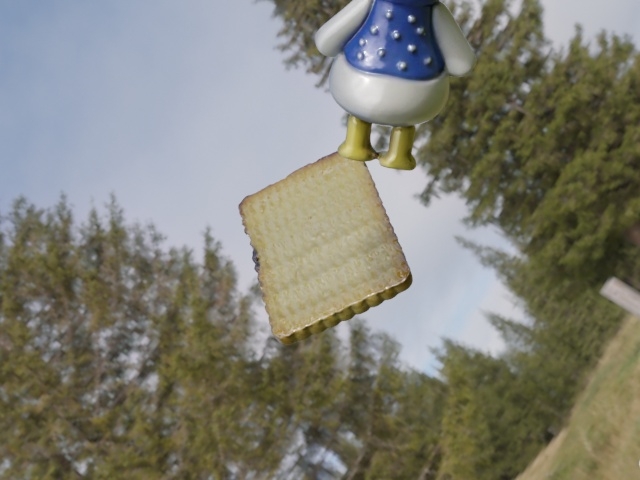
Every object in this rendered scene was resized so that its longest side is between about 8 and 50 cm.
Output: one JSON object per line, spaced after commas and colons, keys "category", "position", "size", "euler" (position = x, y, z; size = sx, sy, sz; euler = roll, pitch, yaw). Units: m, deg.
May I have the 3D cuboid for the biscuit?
{"category": "biscuit", "position": [0.000, 0.000, 1.077], "size": [0.172, 0.255, 0.029], "euler": [-26, -47, 7]}

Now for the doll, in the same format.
{"category": "doll", "position": [0.068, -0.198, 0.754], "size": [0.119, 0.138, 0.293], "euler": [-68, -13, -59]}
